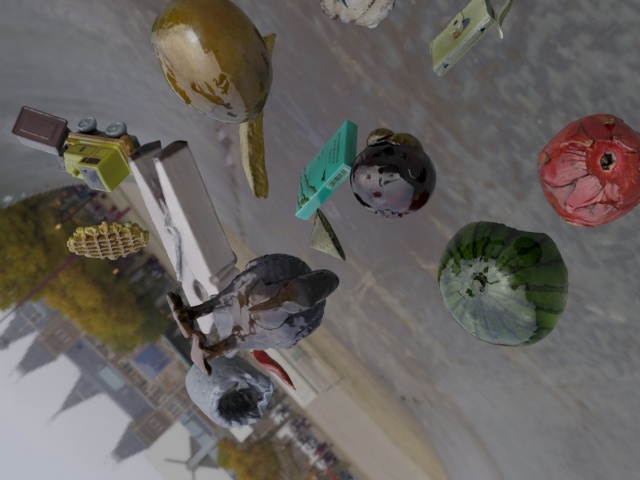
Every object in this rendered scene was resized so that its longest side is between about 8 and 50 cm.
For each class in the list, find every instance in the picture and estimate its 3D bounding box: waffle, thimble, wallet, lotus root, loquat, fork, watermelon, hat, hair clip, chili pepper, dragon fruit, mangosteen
[{"bbox_3d":[-0.506,0.001,1.731,0.191,0.191,0.038,83,175,-70],"label":"waffle"},{"bbox_3d":[-0.181,0.298,1.444,0.151,0.127,0.117,19,-173,-42],"label":"thimble"},{"bbox_3d":[0.287,-0.414,1.456,0.039,0.155,0.110,29,-140,-25],"label":"wallet"},{"bbox_3d":[0.089,-0.556,1.561,0.167,0.078,0.329,11,176,-12],"label":"lotus root"},{"bbox_3d":[-0.173,-0.296,1.182,0.227,0.179,0.179,50,167,-14],"label":"loquat"},{"bbox_3d":[0.288,-0.366,1.064,0.028,0.220,0.034,10,141,18],"label":"fork"},{"bbox_3d":[0.396,0.107,1.719,0.189,0.331,0.330,-1,-156,-40],"label":"watermelon"},{"bbox_3d":[0.000,0.000,1.760,0.146,0.067,0.146,61,-173,-13],"label":"hat"},{"bbox_3d":[-0.198,-0.001,1.156,0.101,0.085,0.331,-4,118,37],"label":"hair clip"},{"bbox_3d":[-0.110,0.295,1.683,0.045,0.027,0.178,27,-174,-46],"label":"chili pepper"},{"bbox_3d":[0.566,-0.142,1.497,0.241,0.241,0.252,43,-155,16],"label":"dragon fruit"},{"bbox_3d":[0.166,-0.150,1.642,0.210,0.210,0.210,44,168,12],"label":"mangosteen"}]

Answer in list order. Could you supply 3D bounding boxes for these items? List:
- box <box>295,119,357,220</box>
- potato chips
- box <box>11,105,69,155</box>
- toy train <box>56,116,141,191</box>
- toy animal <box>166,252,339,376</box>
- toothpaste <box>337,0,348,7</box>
[{"bbox_3d":[0.015,-0.174,1.812,0.042,0.161,0.226,26,136,-21],"label":"box"},{"bbox_3d":[-0.159,-0.298,1.752,0.080,0.057,0.407,25,120,41],"label":"potato chips"},{"bbox_3d":[-0.501,-0.193,1.303,0.084,0.060,0.063,17,162,-4],"label":"box"},{"bbox_3d":[-0.427,-0.162,1.381,0.219,0.127,0.089,12,141,28],"label":"toy train"},{"bbox_3d":[-0.083,0.088,0.896,0.122,0.185,0.298,63,166,7],"label":"toy animal"},{"bbox_3d":[0.005,-0.531,1.464,0.057,0.034,0.197,36,-160,-47],"label":"toothpaste"}]
